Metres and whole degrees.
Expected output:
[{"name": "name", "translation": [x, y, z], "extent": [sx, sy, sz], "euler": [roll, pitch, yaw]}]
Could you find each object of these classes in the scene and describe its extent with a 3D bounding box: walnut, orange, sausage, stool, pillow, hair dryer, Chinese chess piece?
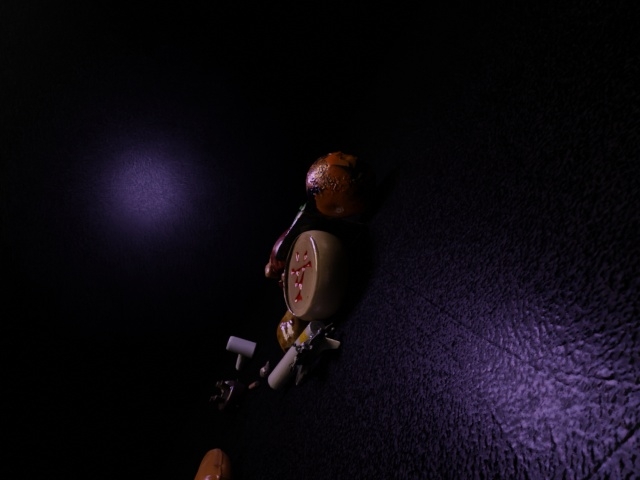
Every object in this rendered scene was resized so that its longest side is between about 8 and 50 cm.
[{"name": "walnut", "translation": [-0.058, 0.045, 1.664], "extent": [0.269, 0.221, 0.244], "euler": [-48, 26, -27]}, {"name": "orange", "translation": [0.066, -0.173, 1.576], "extent": [0.234, 0.234, 0.182], "euler": [130, 150, -52]}, {"name": "sausage", "translation": [-0.303, 0.681, 1.376], "extent": [0.354, 0.116, 0.134], "euler": [144, 139, -77]}, {"name": "stool", "translation": [-0.372, 0.619, 1.969], "extent": [0.125, 0.121, 0.217], "euler": [-63, 14, 1]}, {"name": "pillow", "translation": [-0.002, 0.001, 1.467], "extent": [0.189, 0.256, 0.034], "euler": [-56, 46, 29]}, {"name": "hair dryer", "translation": [-0.382, 0.545, 2.306], "extent": [0.236, 0.131, 0.073], "euler": [108, 179, -48]}, {"name": "Chinese chess piece", "translation": [-0.014, 0.097, 1.333], "extent": [0.250, 0.103, 0.249], "euler": [-28, 58, 59]}]

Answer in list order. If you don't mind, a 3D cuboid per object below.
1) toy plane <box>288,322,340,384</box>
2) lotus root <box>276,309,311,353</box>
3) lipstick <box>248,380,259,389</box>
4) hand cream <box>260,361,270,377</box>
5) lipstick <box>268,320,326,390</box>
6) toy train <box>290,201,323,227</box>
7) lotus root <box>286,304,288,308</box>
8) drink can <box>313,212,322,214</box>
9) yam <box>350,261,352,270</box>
[{"name": "toy plane", "translation": [-0.032, 0.281, 1.200], "extent": [0.160, 0.082, 0.234], "euler": [-31, -17, -48]}, {"name": "lotus root", "translation": [-0.077, 0.260, 1.483], "extent": [0.110, 0.097, 0.258], "euler": [-61, 4, 20]}, {"name": "lipstick", "translation": [-0.249, 0.542, 1.814], "extent": [0.094, 0.019, 0.019], "euler": [-47, 16, 59]}, {"name": "hand cream", "translation": [-0.200, 0.470, 1.756], "extent": [0.057, 0.037, 0.165], "euler": [-63, 1, -11]}, {"name": "lipstick", "translation": [-0.066, 0.320, 1.332], "extent": [0.264, 0.059, 0.059], "euler": [-55, 11, 33]}, {"name": "toy train", "translation": [-0.065, -0.056, 2.254], "extent": [0.266, 0.145, 0.202], "euler": [-65, 6, -30]}, {"name": "lotus root", "translation": [-0.089, 0.211, 1.805], "extent": [0.072, 0.063, 0.152], "euler": [-36, 26, 44]}, {"name": "drink can", "translation": [-0.037, -0.010, 2.035], "extent": [0.205, 0.118, 0.118], "euler": [-65, 9, -22]}, {"name": "yam", "translation": [0.038, 0.090, 1.445], "extent": [0.068, 0.068, 0.169], "euler": [-64, 10, -20]}]
